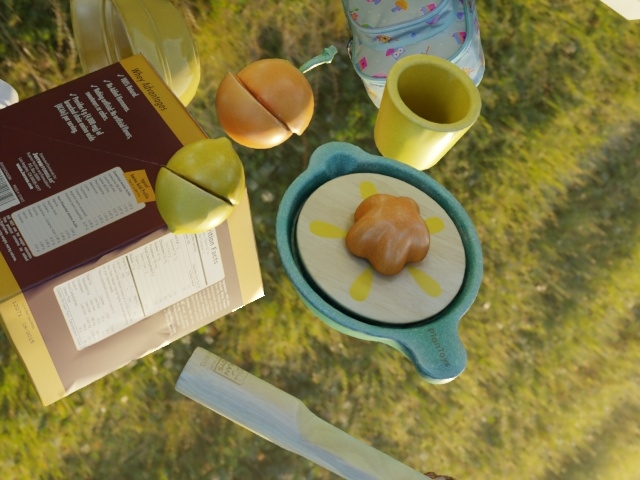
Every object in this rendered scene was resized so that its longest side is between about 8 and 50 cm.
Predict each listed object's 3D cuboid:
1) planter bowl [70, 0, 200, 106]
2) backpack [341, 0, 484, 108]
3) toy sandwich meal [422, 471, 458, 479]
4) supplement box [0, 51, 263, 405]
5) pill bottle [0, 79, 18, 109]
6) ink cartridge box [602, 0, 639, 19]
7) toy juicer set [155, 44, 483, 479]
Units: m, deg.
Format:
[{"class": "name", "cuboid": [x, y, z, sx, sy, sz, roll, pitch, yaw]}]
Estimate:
[{"class": "planter bowl", "cuboid": [-0.191, -0.200, 1.185, 0.090, 0.217, 0.217, -20, 136, -22]}, {"class": "backpack", "cuboid": [0.111, -0.251, 1.312, 0.166, 0.188, 0.144, -15, 151, 11]}, {"class": "toy sandwich meal", "cuboid": [0.126, 0.285, 1.146, 0.085, 0.085, 0.029, -39, -176, -9]}, {"class": "supplement box", "cuboid": [-0.177, -0.016, 0.848, 0.194, 0.191, 0.129, -26, 142, -17]}, {"class": "pill bottle", "cuboid": [-0.347, -0.048, 1.055, 0.121, 0.216, 0.121, -3, 160, -1]}, {"class": "ink cartridge box", "cuboid": [0.494, -0.411, 1.396, 0.121, 0.289, 0.211, 26, 85, -27]}, {"class": "toy juicer set", "cuboid": [0.000, 0.000, 0.671, 0.209, 0.329, 0.089, 11, 146, -11]}]
